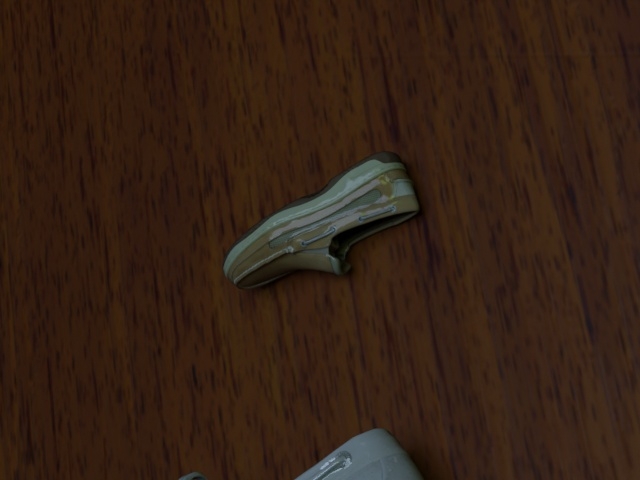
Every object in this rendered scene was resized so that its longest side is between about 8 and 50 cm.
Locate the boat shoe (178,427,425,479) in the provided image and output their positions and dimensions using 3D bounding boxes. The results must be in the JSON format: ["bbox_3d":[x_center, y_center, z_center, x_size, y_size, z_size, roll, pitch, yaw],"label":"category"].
[{"bbox_3d":[-0.076,0.265,1.278,0.367,0.136,0.156,-37,57,17],"label":"boat shoe"}]

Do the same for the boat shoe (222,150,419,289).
[{"bbox_3d":[0.000,0.000,1.355,0.190,0.068,0.072,-34,70,23],"label":"boat shoe"}]
